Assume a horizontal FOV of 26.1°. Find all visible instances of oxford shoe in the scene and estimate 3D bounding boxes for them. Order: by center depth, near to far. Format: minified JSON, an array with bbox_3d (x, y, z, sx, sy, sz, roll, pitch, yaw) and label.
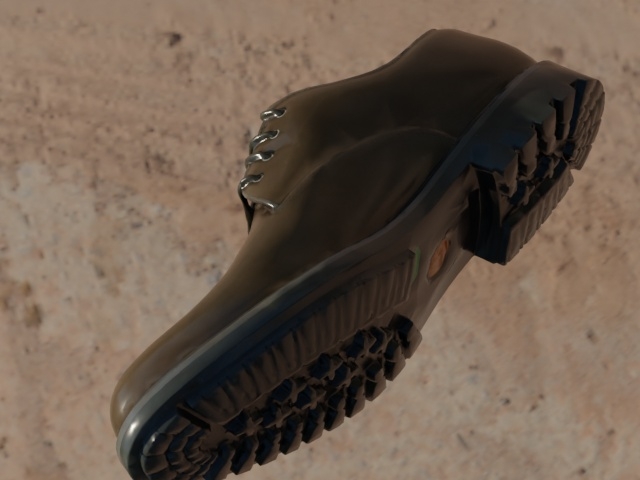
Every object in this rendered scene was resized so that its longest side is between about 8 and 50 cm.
[{"bbox_3d":[0.000,0.000,0.497,0.096,0.227,0.083,33,145,25],"label":"oxford shoe"}]
